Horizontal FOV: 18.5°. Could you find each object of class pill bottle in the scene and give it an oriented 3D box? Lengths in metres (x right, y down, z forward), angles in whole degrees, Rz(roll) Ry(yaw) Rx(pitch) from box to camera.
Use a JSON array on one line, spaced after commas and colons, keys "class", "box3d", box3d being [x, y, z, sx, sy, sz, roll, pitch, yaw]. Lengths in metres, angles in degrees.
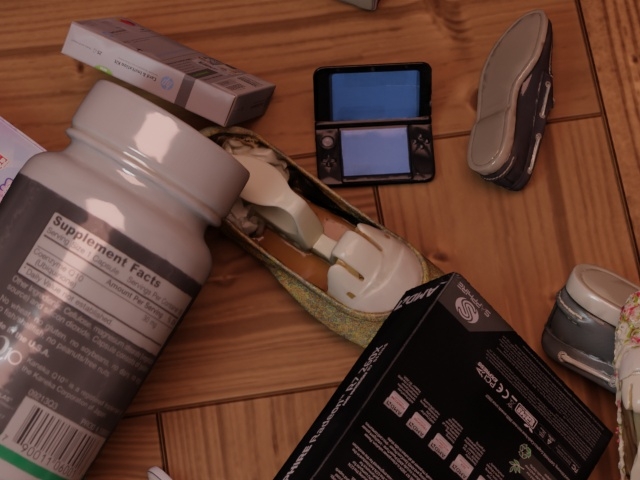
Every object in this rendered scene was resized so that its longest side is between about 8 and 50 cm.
[{"class": "pill bottle", "box3d": [-0.229, 0.046, 1.829, 0.204, 0.204, 0.361, 30, 84, 12]}]

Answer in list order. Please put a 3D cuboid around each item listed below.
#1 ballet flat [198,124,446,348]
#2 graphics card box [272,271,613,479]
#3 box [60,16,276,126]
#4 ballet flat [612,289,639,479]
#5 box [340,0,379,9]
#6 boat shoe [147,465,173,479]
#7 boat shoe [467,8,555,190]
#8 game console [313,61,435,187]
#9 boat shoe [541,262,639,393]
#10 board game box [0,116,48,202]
[{"class": "ballet flat", "box3d": [0.000, 0.000, 1.935, 0.348, 0.123, 0.123, 36, 72, 13]}, {"class": "graphics card box", "box3d": [0.087, 0.236, 1.758, 0.233, 0.094, 0.371, 44, 58, -13]}, {"class": "box", "box3d": [-0.152, -0.174, 1.992, 0.186, 0.145, 0.038, 26, 104, 9]}, {"class": "ballet flat", "box3d": [0.312, 0.167, 1.824, 0.091, 0.077, 0.241, -1, 106, 25]}, {"class": "box", "box3d": [0.028, -0.386, 2.086, 0.148, 0.127, 0.232, 18, 68, 7]}, {"class": "boat shoe", "box3d": [-0.138, 0.261, 1.872, 0.035, 0.035, 0.100, -37, 79, -17]}, {"class": "boat shoe", "box3d": [0.207, -0.144, 2.036, 0.065, 0.075, 0.206, 36, 58, -32]}, {"class": "game console", "box3d": [0.055, -0.117, 2.006, 0.122, 0.071, 0.107, -3, 67, -1]}, {"class": "boat shoe", "box3d": [0.359, 0.146, 1.905, 0.319, 0.116, 0.099, 34, 115, 6]}, {"class": "board game box", "box3d": [-0.443, -0.019, 1.965, 0.318, 0.066, 0.318, 37, 74, 13]}]
